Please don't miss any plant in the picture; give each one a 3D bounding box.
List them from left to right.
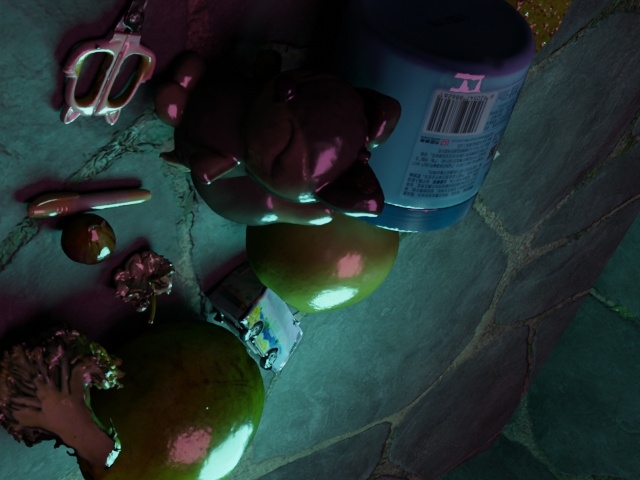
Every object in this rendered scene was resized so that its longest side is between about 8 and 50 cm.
[{"bbox_3d":[-0.313,0.087,1.908,0.104,0.122,0.116,15,125,-45],"label":"plant"}]

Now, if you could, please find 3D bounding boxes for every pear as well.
[{"bbox_3d":[-0.287,0.337,2.069,0.413,0.352,0.352,-39,153,-27],"label":"pear"}]

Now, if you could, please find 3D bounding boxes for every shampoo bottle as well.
[{"bbox_3d":[0.167,-0.247,1.835,0.331,0.331,0.342,-20,144,-35],"label":"shampoo bottle"}]

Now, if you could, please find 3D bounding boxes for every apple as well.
[{"bbox_3d":[0.000,0.000,2.042,0.254,0.292,0.292,-50,151,22],"label":"apple"}]

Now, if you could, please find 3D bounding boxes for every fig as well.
[{"bbox_3d":[-0.373,-0.013,1.705,0.089,0.089,0.125,-28,165,-25],"label":"fig"}]

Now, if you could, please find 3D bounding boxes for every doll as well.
[{"bbox_3d":[-0.048,-0.153,1.719,0.378,0.382,0.252,51,57,-74],"label":"doll"}]

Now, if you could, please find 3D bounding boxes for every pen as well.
[{"bbox_3d":[-0.370,-0.066,1.717,0.233,0.032,0.040,-12,134,-45],"label":"pen"}]

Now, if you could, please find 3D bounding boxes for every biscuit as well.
[{"bbox_3d":[0.383,-0.466,2.077,0.296,0.075,0.296,-26,146,-19],"label":"biscuit"}]

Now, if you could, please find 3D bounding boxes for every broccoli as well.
[{"bbox_3d":[-0.444,0.272,1.891,0.242,0.273,0.180,-48,-176,12],"label":"broccoli"}]

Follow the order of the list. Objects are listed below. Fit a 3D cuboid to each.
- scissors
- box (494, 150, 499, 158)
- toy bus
[{"bbox_3d":[-0.280,-0.299,1.524,0.160,0.024,0.317,-5,133,-48],"label":"scissors"},{"bbox_3d":[0.258,-0.194,2.294,0.200,0.065,0.343,-46,151,5],"label":"box"},{"bbox_3d":[-0.131,0.171,2.263,0.138,0.112,0.317,-48,154,-12],"label":"toy bus"}]
